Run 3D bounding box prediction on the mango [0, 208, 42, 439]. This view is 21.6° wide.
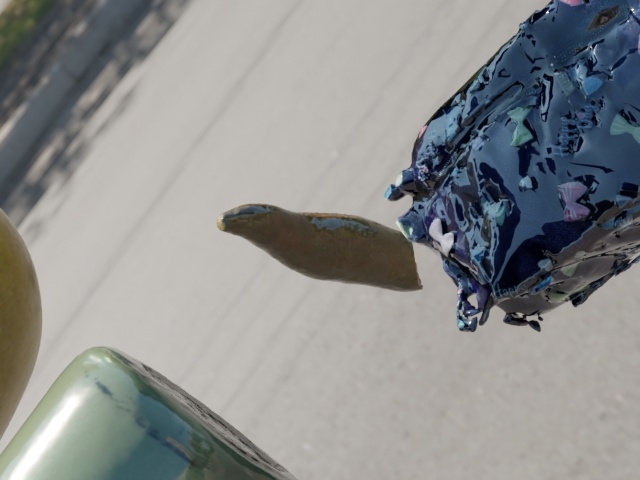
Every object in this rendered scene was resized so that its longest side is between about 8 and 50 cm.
[{"bbox_3d":[-0.312,0.093,1.091,0.384,0.221,0.199,-50,32,34],"label":"mango"}]

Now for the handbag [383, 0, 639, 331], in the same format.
[{"bbox_3d":[0.155,-0.059,1.031,0.260,0.113,0.162,-47,61,41],"label":"handbag"}]

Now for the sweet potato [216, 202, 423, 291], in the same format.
[{"bbox_3d":[0.000,0.000,1.735,0.077,0.244,0.077,-46,36,49],"label":"sweet potato"}]

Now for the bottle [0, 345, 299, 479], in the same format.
[{"bbox_3d":[-0.157,0.236,0.902,0.347,0.168,0.168,-54,19,-2],"label":"bottle"}]
